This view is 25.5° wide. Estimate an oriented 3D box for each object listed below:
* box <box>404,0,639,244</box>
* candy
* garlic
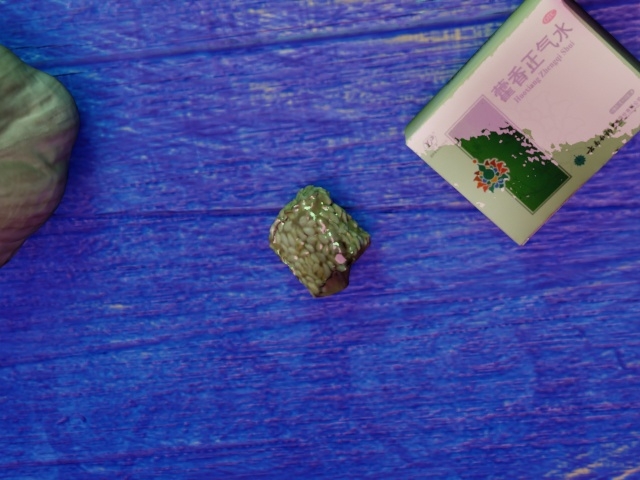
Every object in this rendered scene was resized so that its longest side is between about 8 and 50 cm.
[{"bbox_3d":[0.216,-0.131,1.428,0.168,0.095,0.212,42,110,-4],"label":"box"},{"bbox_3d":[0.000,0.000,1.514,0.110,0.085,0.095,44,117,3],"label":"candy"},{"bbox_3d":[-0.413,-0.092,1.452,0.317,0.259,0.317,4,114,10],"label":"garlic"}]
